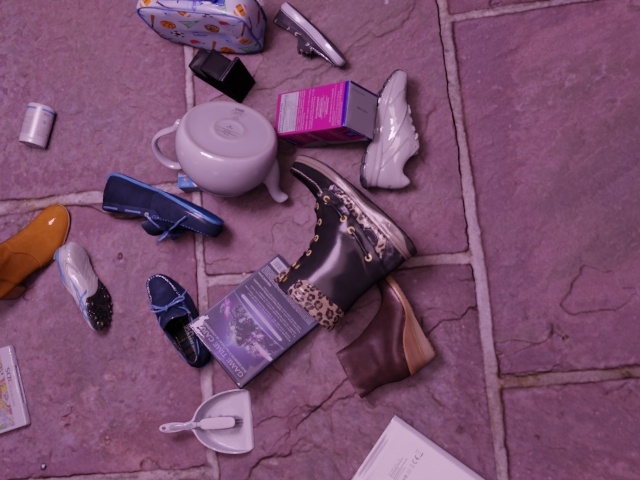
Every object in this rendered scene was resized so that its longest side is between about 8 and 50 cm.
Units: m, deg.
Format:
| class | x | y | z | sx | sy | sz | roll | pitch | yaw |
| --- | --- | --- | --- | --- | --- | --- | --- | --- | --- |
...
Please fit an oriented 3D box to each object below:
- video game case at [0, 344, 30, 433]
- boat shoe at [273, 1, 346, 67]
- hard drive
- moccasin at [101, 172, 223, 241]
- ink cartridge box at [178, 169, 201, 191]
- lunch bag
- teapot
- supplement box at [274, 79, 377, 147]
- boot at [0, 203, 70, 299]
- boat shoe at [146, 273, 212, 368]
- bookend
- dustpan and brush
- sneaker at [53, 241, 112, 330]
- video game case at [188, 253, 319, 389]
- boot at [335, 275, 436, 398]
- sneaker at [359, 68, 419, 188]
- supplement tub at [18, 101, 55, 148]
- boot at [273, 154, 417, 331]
| class | x | y | z | sx | sy | sz | roll | pitch | yaw |
| --- | --- | --- | --- | --- | --- | --- | --- | --- | --- |
| video game case | -0.861 | 0.398 | 1.755 | 0.227 | 0.026 | 0.206 | -19 | 78 | 6 |
| boat shoe | -0.034 | -0.499 | 1.735 | 0.228 | 0.080 | 0.076 | 46 | 108 | 10 |
| hard drive | 0.237 | 0.561 | 1.537 | 0.308 | 0.040 | 0.203 | 34 | 88 | 13 |
| moccasin | -0.390 | -0.062 | 1.711 | 0.342 | 0.138 | 0.116 | 22 | 90 | 26 |
| ink cartridge box | -0.309 | -0.188 | 1.741 | 0.089 | 0.052 | 0.122 | -3 | 80 | 8 |
| lunch bag | -0.281 | -0.558 | 1.697 | 0.304 | 0.243 | 0.114 | 8 | 83 | 12 |
| teapot | -0.231 | -0.193 | 1.631 | 0.253 | 0.187 | 0.256 | -19 | 57 | -30 |
| supplement box | 0.009 | -0.292 | 1.628 | 0.220 | 0.111 | 0.113 | 1 | 81 | 41 |
| boot | -0.751 | 0.025 | 1.701 | 0.104 | 0.211 | 0.295 | 31 | 87 | 12 |
| boat shoe | -0.339 | 0.184 | 1.668 | 0.109 | 0.089 | 0.258 | -39 | 77 | 2 |
| bookend | -0.260 | -0.430 | 1.718 | 0.157 | 0.156 | 0.072 | 33 | 88 | 14 |
| dustpan and brush | -0.270 | 0.432 | 1.632 | 0.211 | 0.060 | 0.147 | -7 | 80 | 8 |
| sneaker | -0.595 | 0.120 | 1.734 | 0.086 | 0.085 | 0.237 | -30 | 80 | 31 |
| video game case | -0.142 | 0.186 | 1.631 | 0.274 | 0.026 | 0.196 | -39 | 77 | -14 |
| boot | 0.123 | 0.211 | 1.586 | 0.207 | 0.090 | 0.248 | -28 | 77 | 5 |
| sneaker | 0.176 | -0.259 | 1.658 | 0.129 | 0.111 | 0.297 | 11 | 89 | -2 |
| supplement tub | -0.745 | -0.302 | 1.823 | 0.071 | 0.071 | 0.107 | 12 | 83 | 11 |
| boot | 0.000 | 0.000 | 1.599 | 0.377 | 0.138 | 0.284 | 42 | 90 | 21 |
